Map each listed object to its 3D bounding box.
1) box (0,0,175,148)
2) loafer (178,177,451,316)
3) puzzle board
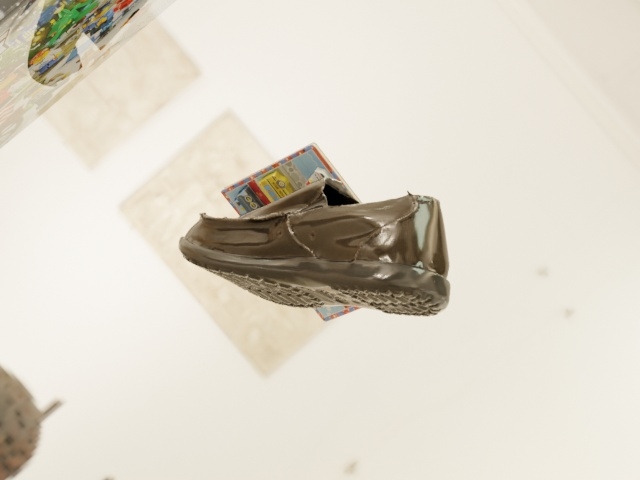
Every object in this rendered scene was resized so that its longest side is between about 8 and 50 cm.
[{"bbox_3d":[-0.105,-0.114,0.560,0.044,0.233,0.159,50,1,1],"label":"box"},{"bbox_3d":[0.000,0.000,0.865,0.220,0.078,0.080,6,-16,39],"label":"loafer"},{"bbox_3d":[-0.001,-0.002,0.940,0.096,0.011,0.128,-24,-68,41],"label":"puzzle board"}]
